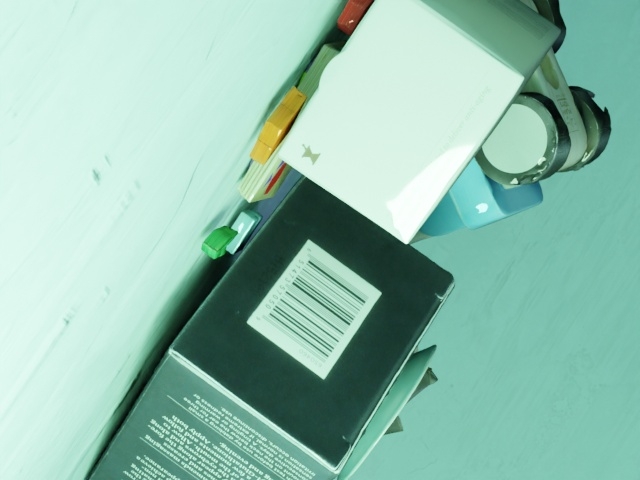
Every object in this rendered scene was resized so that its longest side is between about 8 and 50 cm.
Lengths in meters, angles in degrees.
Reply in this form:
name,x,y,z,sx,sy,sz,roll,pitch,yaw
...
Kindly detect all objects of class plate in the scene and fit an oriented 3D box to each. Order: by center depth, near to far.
name,x,y,z,sx,sy,sz,roll,pitch,yaw
plate,0.066,0.186,1.541,0.188,0.024,0.188,-55,179,-2

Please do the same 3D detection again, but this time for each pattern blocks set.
name,x,y,z,sx,sy,sz,roll,pitch,yaw
pattern blocks set,-0.020,-0.122,1.383,0.325,0.026,0.285,-57,175,0

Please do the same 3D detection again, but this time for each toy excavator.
name,x,y,z,sx,sy,sz,roll,pitch,yaw
toy excavator,0.130,-0.066,1.738,0.445,0.433,0.222,-22,178,29

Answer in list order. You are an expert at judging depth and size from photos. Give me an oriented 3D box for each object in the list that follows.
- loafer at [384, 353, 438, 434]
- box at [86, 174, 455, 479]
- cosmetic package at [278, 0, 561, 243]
name,x,y,z,sx,sy,sz,roll,pitch,yaw
loafer,0.074,0.210,1.663,0.170,0.061,0.062,-54,-179,-2
box,-0.068,0.172,1.574,0.293,0.212,0.395,-54,180,-38
cosmetic package,0.110,-0.153,1.385,0.197,0.155,0.365,-55,177,22
